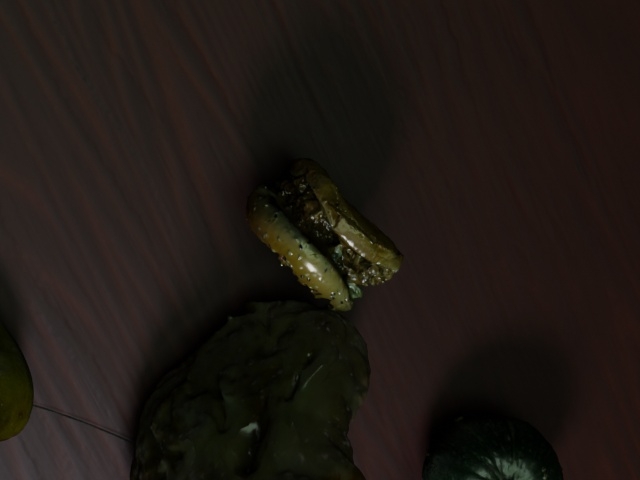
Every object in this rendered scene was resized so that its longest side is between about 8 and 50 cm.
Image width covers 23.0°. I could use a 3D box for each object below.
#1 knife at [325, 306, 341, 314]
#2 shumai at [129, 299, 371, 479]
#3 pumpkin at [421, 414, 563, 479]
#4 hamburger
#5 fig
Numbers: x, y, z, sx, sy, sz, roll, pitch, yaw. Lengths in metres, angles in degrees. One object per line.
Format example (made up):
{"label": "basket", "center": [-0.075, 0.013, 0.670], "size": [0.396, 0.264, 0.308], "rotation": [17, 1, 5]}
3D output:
{"label": "knife", "center": [-0.020, 0.200, 1.883], "size": [0.046, 0.022, 0.256], "rotation": [18, 97, -25]}
{"label": "shumai", "center": [-0.071, 0.240, 1.727], "size": [0.346, 0.283, 0.217], "rotation": [-44, 107, 4]}
{"label": "pumpkin", "center": [0.210, 0.307, 1.918], "size": [0.190, 0.146, 0.190], "rotation": [-5, 106, -18]}
{"label": "hamburger", "center": [0.000, 0.000, 1.769], "size": [0.177, 0.185, 0.113], "rotation": [41, 83, 18]}
{"label": "fig", "center": [-0.381, 0.137, 1.695], "size": [0.133, 0.126, 0.184], "rotation": [-5, 109, -3]}
